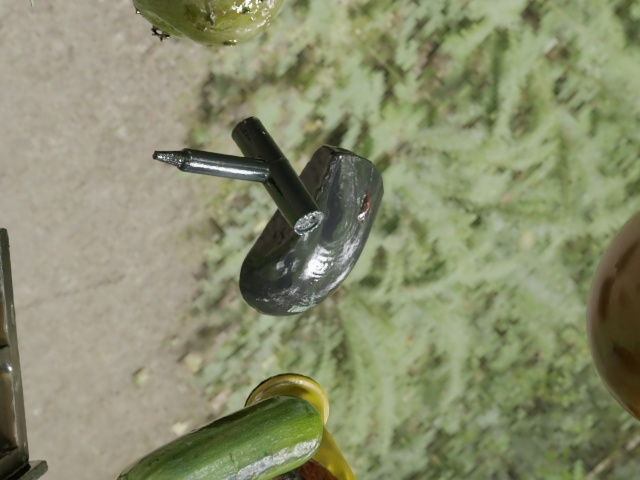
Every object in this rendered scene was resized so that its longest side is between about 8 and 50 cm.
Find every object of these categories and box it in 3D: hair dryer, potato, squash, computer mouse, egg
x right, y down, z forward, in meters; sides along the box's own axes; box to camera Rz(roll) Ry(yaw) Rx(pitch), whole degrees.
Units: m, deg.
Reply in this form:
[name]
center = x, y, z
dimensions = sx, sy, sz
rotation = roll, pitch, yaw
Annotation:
[hair dryer]
center = -0.108, -0.078, 1.666
dimensions = 0.195, 0.173, 0.050
rotation = -6, 139, -43
[potato]
center = -0.155, -0.472, 2.092
dimensions = 0.219, 0.270, 0.359
rotation = 40, 67, -56
[squash]
center = -0.074, 0.173, 1.078
dimensions = 0.229, 0.066, 0.066
rotation = -17, 149, -53
[computer mouse]
center = 0.000, 0.000, 1.939
dimensions = 0.269, 0.100, 0.170
rotation = -58, 151, -3
[egg]
center = 0.481, 0.082, 1.693
dimensions = 0.351, 0.282, 0.282
rotation = -57, 170, -33

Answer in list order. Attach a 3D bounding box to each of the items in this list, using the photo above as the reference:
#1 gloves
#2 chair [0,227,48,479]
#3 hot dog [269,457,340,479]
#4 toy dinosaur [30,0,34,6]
[gloves]
center = -0.011, 0.292, 1.669
dimensions = 0.133, 0.294, 0.116
rotation = 28, 107, -28
[chair]
center = -0.340, 0.219, 1.066
dimensions = 0.240, 0.416, 0.203
rotation = -12, -178, 3
[hot dog]
center = -0.018, 0.325, 1.403
dimensions = 0.160, 0.227, 0.099
rotation = -31, 174, -13
[toy dinosaur]
center = -0.326, -0.312, 1.515
dimensions = 0.119, 0.029, 0.060
rotation = 80, 33, -50
